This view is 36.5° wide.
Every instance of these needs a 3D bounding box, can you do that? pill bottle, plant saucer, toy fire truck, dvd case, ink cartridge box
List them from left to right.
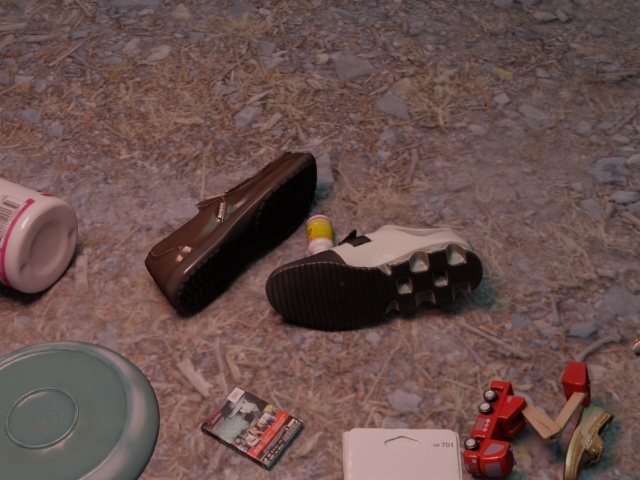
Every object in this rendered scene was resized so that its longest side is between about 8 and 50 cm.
[{"bbox_3d":[-0.551,-0.033,1.569,0.283,0.160,0.160,20,50,20],"label":"pill bottle"},{"bbox_3d":[-0.388,0.258,1.365,0.317,0.044,0.318,-1,46,1],"label":"plant saucer"},{"bbox_3d":[-0.097,0.263,1.372,0.119,0.013,0.087,25,51,22],"label":"dvd case"},{"bbox_3d":[0.000,0.000,1.603,0.043,0.043,0.083,-3,46,-2],"label":"pill bottle"},{"bbox_3d":[0.096,0.318,1.189,0.139,0.191,0.082,0,46,2],"label":"ink cartridge box"},{"bbox_3d":[0.285,0.245,1.328,0.135,0.047,0.192,3,42,30],"label":"toy fire truck"}]

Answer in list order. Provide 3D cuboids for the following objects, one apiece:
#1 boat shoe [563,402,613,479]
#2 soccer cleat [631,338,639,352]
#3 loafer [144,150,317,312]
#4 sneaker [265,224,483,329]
[{"bbox_3d":[0.365,0.277,1.319,0.045,0.050,0.135,15,48,23],"label":"boat shoe"},{"bbox_3d":[0.506,0.156,1.449,0.083,0.029,0.036,-11,42,-15],"label":"soccer cleat"},{"bbox_3d":[-0.146,-0.042,1.585,0.130,0.134,0.366,30,54,27],"label":"loafer"},{"bbox_3d":[0.076,0.046,1.524,0.330,0.122,0.146,-7,28,-4],"label":"sneaker"}]
